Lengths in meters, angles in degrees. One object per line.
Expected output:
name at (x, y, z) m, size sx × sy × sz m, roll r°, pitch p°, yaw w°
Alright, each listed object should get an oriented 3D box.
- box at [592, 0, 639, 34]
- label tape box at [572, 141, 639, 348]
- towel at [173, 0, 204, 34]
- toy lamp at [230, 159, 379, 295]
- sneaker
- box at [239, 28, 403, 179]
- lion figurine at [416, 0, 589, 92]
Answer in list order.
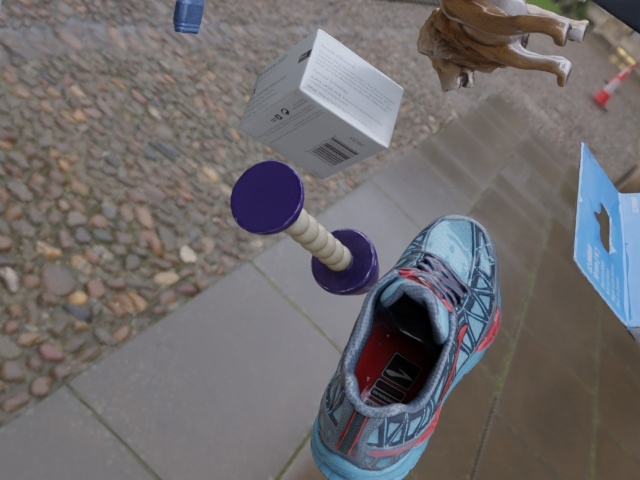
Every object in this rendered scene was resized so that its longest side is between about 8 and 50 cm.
box at (0.234, -0.196, 0.596) m, size 0.067 × 0.083 × 0.018 m, roll 29°, pitch 45°, yaw -15°
label tape box at (0.350, 0.068, 0.714) m, size 0.333 × 0.106 × 0.240 m, roll 53°, pitch 30°, yaw -14°
towel at (-0.201, -0.380, 1.296) m, size 0.029 × 0.119 × 0.067 m, roll 17°, pitch 14°, yaw 13°
toy lamp at (0.000, 0.000, 0.863) m, size 0.080 × 0.080 × 0.275 m, roll 56°, pitch 6°, yaw 26°
sneaker at (0.084, 0.064, 0.644) m, size 0.104 × 0.125 × 0.262 m, roll 22°, pitch 53°, yaw 12°
box at (0.001, -0.209, 1.332) m, size 0.182 × 0.181 × 0.119 m, roll 30°, pitch 61°, yaw -26°
lion figurine at (0.231, -0.306, 1.137) m, size 0.240 × 0.142 × 0.392 m, roll 20°, pitch -5°, yaw 16°
